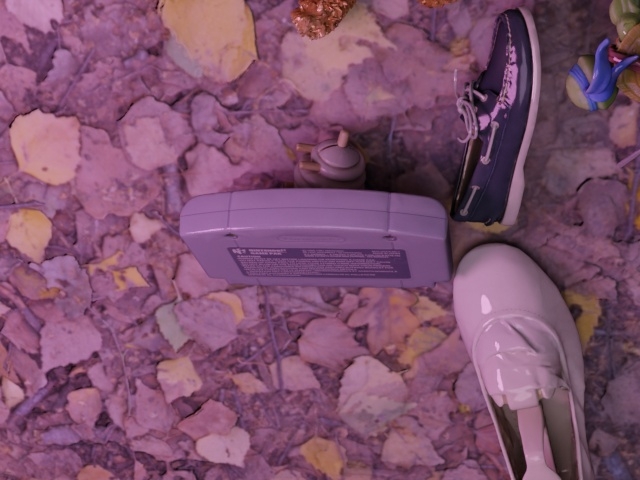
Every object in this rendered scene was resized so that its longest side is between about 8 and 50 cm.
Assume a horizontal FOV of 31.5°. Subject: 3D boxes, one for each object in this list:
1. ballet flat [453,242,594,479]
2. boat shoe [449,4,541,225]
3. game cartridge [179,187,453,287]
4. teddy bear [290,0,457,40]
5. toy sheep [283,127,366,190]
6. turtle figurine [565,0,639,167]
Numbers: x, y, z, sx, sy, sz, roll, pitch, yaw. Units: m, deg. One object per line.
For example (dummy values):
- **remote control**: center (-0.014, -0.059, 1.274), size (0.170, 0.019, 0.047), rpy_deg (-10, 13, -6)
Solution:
- **ballet flat**: center (0.255, 0.196, 1.357), size (0.139, 0.139, 0.400), rpy_deg (-12, 114, 15)
- **boat shoe**: center (0.184, -0.130, 1.228), size (0.079, 0.095, 0.254), rpy_deg (0, 126, -3)
- **game cartridge**: center (0.000, 0.000, 1.280), size (0.294, 0.196, 0.060), rpy_deg (1, 73, 9)
- **teddy bear**: center (-0.001, -0.326, 1.147), size (0.338, 0.113, 0.245), rpy_deg (34, 119, -8)
- **toy sheep**: center (0.009, -0.072, 1.287), size (0.091, 0.091, 0.132), rpy_deg (20, 134, -1)
- **turtle figurine**: center (0.360, -0.217, 1.096), size (0.266, 0.275, 0.197), rpy_deg (-23, 80, 17)
